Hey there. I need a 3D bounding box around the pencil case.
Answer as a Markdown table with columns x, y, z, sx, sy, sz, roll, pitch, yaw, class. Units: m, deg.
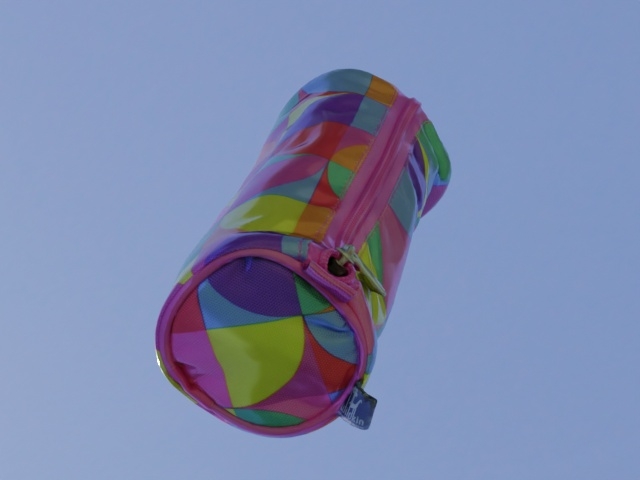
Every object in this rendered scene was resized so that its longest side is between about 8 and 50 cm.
| x | y | z | sx | sy | sz | roll | pitch | yaw | class |
| --- | --- | --- | --- | --- | --- | --- | --- | --- | --- |
| 0.000 | 0.000 | 0.921 | 0.104 | 0.104 | 0.236 | 40 | -154 | -9 | pencil case |
